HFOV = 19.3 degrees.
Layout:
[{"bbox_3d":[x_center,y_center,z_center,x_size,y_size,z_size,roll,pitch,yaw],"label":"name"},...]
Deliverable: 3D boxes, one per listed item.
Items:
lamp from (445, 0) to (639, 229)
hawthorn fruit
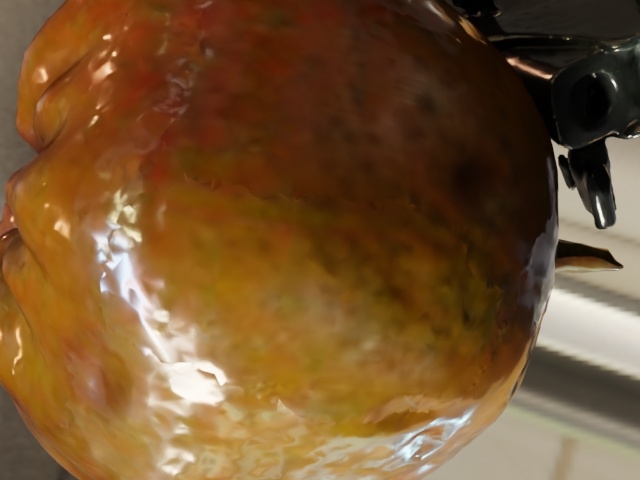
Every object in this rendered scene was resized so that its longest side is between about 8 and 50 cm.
[{"bbox_3d":[0.256,-0.116,0.881,0.374,0.272,0.205,-25,-59,-9],"label":"lamp"},{"bbox_3d":[0.000,0.000,0.852,0.298,0.277,0.277,9,-102,-12],"label":"hawthorn fruit"}]
